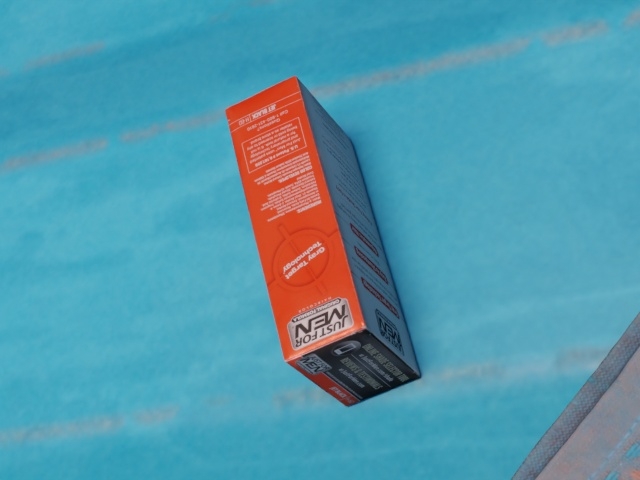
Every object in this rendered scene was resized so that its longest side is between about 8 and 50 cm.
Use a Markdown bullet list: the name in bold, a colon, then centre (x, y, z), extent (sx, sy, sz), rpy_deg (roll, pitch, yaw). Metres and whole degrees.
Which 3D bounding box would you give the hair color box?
- **hair color box**: centre (0.000, 0.000, 0.641), extent (0.043, 0.072, 0.141), rpy_deg (-24, 58, 14)

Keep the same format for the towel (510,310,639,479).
- **towel**: centre (0.206, 0.131, 0.411), extent (0.271, 0.040, 0.370), rpy_deg (-47, 40, -19)
